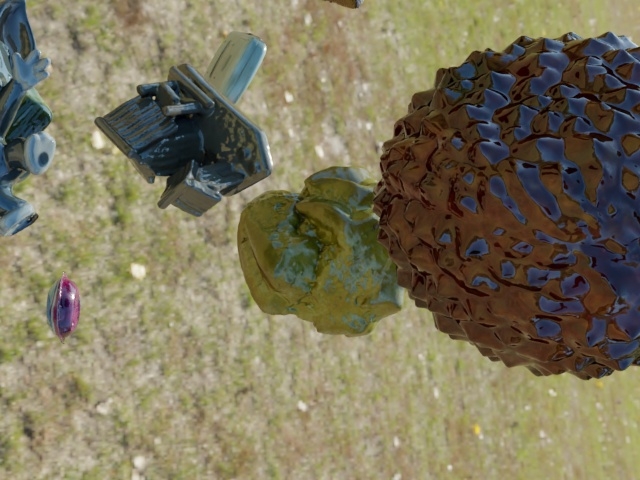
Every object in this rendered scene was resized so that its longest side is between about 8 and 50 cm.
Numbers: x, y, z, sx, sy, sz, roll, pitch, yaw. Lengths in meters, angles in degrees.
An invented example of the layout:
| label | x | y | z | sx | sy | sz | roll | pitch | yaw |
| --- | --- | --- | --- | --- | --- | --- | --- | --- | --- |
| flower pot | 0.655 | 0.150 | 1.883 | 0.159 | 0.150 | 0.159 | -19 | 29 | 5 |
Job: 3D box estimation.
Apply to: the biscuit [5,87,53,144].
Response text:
| label | x | y | z | sx | sy | sz | roll | pitch | yaw |
| --- | --- | --- | --- | --- | --- | --- | --- | --- | --- |
| biscuit | -0.490 | -0.084 | 1.200 | 0.322 | 0.038 | 0.099 | -50 | 125 | -10 |

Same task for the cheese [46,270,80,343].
| label | x | y | z | sx | sy | sz | roll | pitch | yaw |
| --- | --- | --- | --- | --- | --- | --- | --- | --- | --- |
| cheese | -0.344 | 0.086 | 1.200 | 0.145 | 0.038 | 0.095 | -143 | -125 | -81 |

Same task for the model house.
| label | x | y | z | sx | sy | sz | roll | pitch | yaw |
| --- | --- | --- | --- | --- | --- | --- | --- | --- | --- |
| model house | -0.202 | -0.137 | 1.257 | 0.229 | 0.122 | 0.188 | 47 | 40 | 16 |

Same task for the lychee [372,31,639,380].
| label | x | y | z | sx | sy | sz | roll | pitch | yaw |
| --- | --- | --- | --- | --- | --- | --- | --- | --- | --- |
| lychee | 0.311 | -0.039 | 1.071 | 0.424 | 0.499 | 0.425 | -171 | -90 | -80 |

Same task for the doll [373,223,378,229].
| label | x | y | z | sx | sy | sz | roll | pitch | yaw |
| --- | --- | --- | --- | --- | --- | --- | --- | --- | --- |
| doll | 0.226 | -0.020 | 1.391 | 0.271 | 0.208 | 0.144 | 46 | 3 | 18 |

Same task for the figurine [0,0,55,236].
| label | x | y | z | sx | sy | sz | roll | pitch | yaw |
| --- | --- | --- | --- | --- | --- | --- | --- | --- | --- |
| figurine | -0.379 | -0.147 | 1.022 | 0.265 | 0.193 | 0.140 | 61 | 2 | -15 |

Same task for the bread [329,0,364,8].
| label | x | y | z | sx | sy | sz | roll | pitch | yaw |
| --- | --- | --- | --- | --- | --- | --- | --- | --- | --- |
| bread | 0.022 | -0.403 | 1.336 | 0.035 | 0.090 | 0.094 | -52 | 152 | -28 |

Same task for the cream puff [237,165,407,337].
| label | x | y | z | sx | sy | sz | roll | pitch | yaw |
| --- | --- | --- | --- | --- | --- | --- | --- | --- | --- |
| cream puff | 0.005 | 0.000 | 1.531 | 0.269 | 0.274 | 0.323 | 15 | 31 | -37 |

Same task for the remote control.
| label | x | y | z | sx | sy | sz | roll | pitch | yaw |
| --- | --- | --- | --- | --- | --- | --- | --- | --- | --- |
| remote control | -0.167 | -0.336 | 1.710 | 0.056 | 0.140 | 0.296 | 27 | 7 | -19 |
